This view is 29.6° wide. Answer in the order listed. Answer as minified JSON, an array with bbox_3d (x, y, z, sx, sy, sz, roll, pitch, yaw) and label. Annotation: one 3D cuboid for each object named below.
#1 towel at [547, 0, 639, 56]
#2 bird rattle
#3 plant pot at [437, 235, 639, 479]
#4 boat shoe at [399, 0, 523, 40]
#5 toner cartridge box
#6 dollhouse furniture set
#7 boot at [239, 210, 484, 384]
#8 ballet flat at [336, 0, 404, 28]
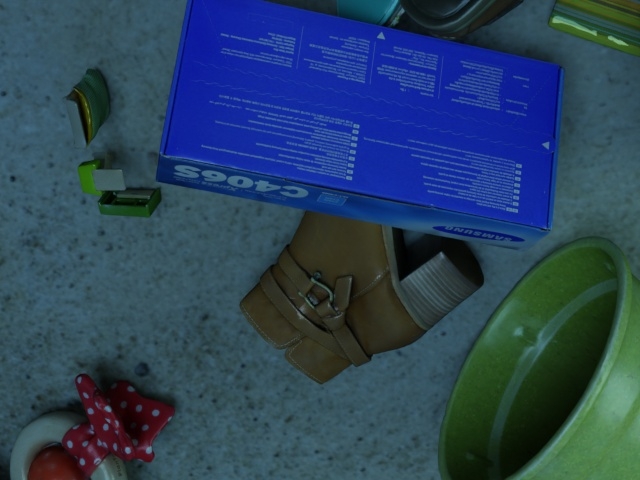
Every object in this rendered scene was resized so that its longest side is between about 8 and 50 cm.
[{"bbox_3d":[0.290,-0.282,1.072,0.102,0.021,0.237,19,121,1],"label":"towel"},{"bbox_3d":[-0.273,0.270,1.364,0.207,0.143,0.254,2,108,29],"label":"bird rattle"},{"bbox_3d":[0.293,0.178,1.147,0.254,0.276,0.276,32,114,-13],"label":"plant pot"},{"bbox_3d":[0.198,-0.291,1.032,0.307,0.104,0.111,-35,77,17],"label":"boat shoe"},{"bbox_3d":[0.038,-0.105,1.087,0.347,0.075,0.165,11,73,-8],"label":"toner cartridge box"},{"bbox_3d":[-0.209,-0.096,1.237,0.058,0.076,0.152,1,121,14],"label":"dollhouse furniture set"},{"bbox_3d":[0.000,0.000,1.223,0.220,0.109,0.283,-35,107,25],"label":"boot"},{"bbox_3d":[0.072,-0.298,1.096,0.091,0.077,0.241,22,116,24],"label":"ballet flat"}]
